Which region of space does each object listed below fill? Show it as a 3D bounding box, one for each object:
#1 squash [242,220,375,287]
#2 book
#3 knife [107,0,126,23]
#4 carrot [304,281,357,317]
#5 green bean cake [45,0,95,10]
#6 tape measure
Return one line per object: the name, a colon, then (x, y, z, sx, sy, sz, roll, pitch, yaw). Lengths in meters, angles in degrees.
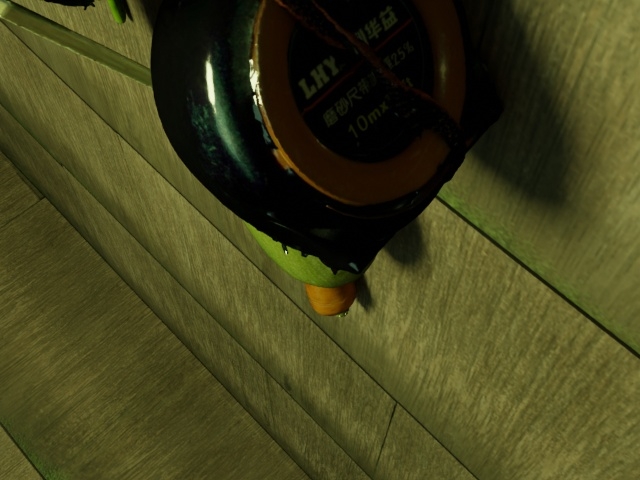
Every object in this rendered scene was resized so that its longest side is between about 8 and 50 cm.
squash: (-0.017, -0.056, 0.723, 0.132, 0.132, 0.247, 19, 145, 54)
book: (-0.212, -0.185, 0.800, 0.228, 0.018, 0.322, 32, -172, 41)
knife: (-0.252, -0.322, 0.893, 0.026, 0.022, 0.184, 13, 145, 18)
carrot: (0.000, 0.000, 0.882, 0.061, 0.061, 0.256, 34, 151, 36)
green bean cake: (-0.176, -0.264, 0.626, 0.193, 0.107, 0.208, 7, 164, -11)
tape measure: (0.001, -0.102, 0.500, 0.135, 0.202, 0.223, 13, 144, 53)
